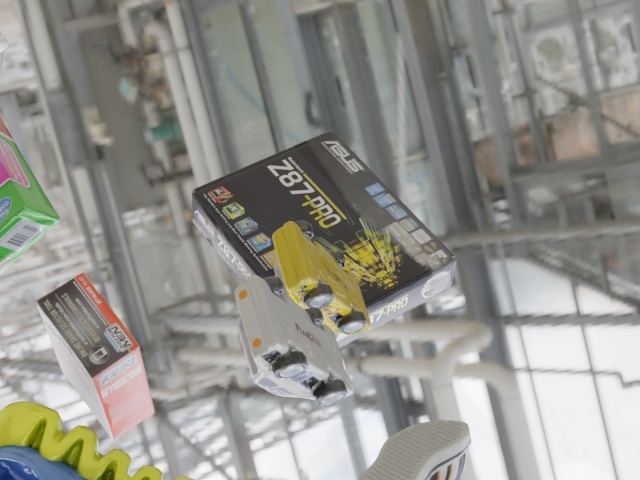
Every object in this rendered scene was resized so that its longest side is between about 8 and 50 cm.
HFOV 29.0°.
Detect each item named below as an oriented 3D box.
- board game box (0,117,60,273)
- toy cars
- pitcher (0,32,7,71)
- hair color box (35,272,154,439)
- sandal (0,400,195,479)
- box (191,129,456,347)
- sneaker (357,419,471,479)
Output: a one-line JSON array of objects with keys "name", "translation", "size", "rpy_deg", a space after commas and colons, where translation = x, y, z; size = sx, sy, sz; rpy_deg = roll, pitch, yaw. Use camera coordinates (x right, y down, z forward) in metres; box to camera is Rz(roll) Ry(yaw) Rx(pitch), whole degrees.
[{"name": "board game box", "translation": [-0.464, -0.070, 1.409], "size": [0.242, 0.316, 0.064], "rpy_deg": [-41, 154, 11]}, {"name": "toy cars", "translation": [-0.030, 0.085, 1.345], "size": [0.087, 0.176, 0.394], "rpy_deg": [-27, -170, 14]}, {"name": "pitcher", "translation": [-0.295, -0.146, 0.908], "size": [0.178, 0.125, 0.207], "rpy_deg": [2, -177, 11]}, {"name": "hair color box", "translation": [-0.204, 0.110, 1.137], "size": [0.053, 0.093, 0.167], "rpy_deg": [-34, 160, -17]}, {"name": "sandal", "translation": [-0.149, 0.255, 1.008], "size": [0.317, 0.126, 0.138], "rpy_deg": [19, -129, 8]}, {"name": "box", "translation": [0.000, 0.000, 2.225], "size": [0.318, 0.097, 0.395], "rpy_deg": [-24, -126, -25]}, {"name": "sneaker", "translation": [0.144, 0.377, 1.886], "size": [0.126, 0.127, 0.321], "rpy_deg": [-2, -168, 28]}]
